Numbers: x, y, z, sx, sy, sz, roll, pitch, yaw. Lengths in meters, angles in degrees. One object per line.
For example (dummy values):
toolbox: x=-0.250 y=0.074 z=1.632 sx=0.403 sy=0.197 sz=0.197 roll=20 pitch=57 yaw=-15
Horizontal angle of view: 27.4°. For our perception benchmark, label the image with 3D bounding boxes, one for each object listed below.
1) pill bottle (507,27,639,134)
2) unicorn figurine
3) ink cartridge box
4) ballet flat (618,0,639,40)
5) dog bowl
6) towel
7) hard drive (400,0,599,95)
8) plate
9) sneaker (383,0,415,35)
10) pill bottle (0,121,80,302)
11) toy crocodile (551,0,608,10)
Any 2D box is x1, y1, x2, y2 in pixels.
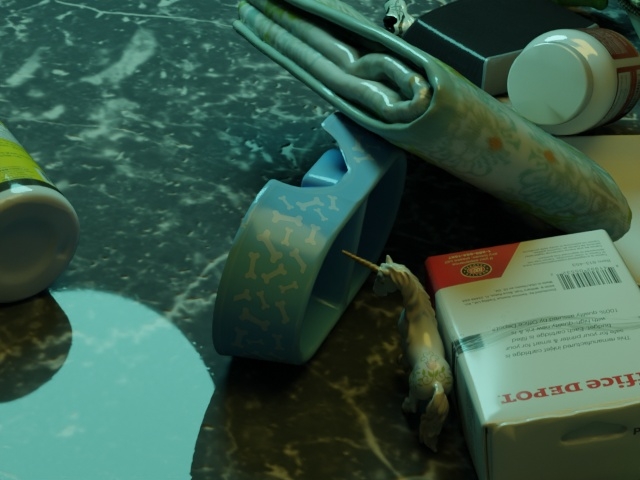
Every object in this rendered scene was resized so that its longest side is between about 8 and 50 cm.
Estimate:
pill bottle: x=0.294 y=-0.186 z=1.525 sx=0.121 sy=0.121 sz=0.216 roll=27 pitch=19 yaw=21
unicorn figurine: x=0.081 y=0.088 z=1.115 sx=0.060 sy=0.111 sz=0.162 roll=-22 pitch=58 yaw=-12
ink cartridge box: x=0.195 y=0.103 z=1.110 sx=0.172 sy=0.100 sz=0.237 roll=-9 pitch=33 yaw=-3
ballet flat: x=0.503 y=-0.294 z=1.742 sx=0.164 sy=0.182 sz=0.483 roll=-18 pitch=37 yaw=-9
dog bowl: x=0.000 y=0.000 z=1.184 sx=0.074 sy=0.166 sz=0.297 roll=19 pitch=35 yaw=13
towel: x=0.110 y=-0.144 z=1.345 sx=0.320 sy=0.090 sz=0.374 roll=21 pitch=14 yaw=-40
hard drive: x=0.244 y=-0.269 z=1.736 sx=0.254 sy=0.054 sz=0.172 roll=-22 pitch=46 yaw=-38
plate: x=0.389 y=-0.027 z=1.441 sx=0.278 sy=0.045 sz=0.277 roll=-3 pitch=36 yaw=-20
sneaker: x=0.098 y=-0.301 z=1.761 sx=0.037 sy=0.032 sz=0.083 roll=-4 pitch=37 yaw=-21
pill bottle: x=-0.317 y=-0.047 z=1.204 sx=0.119 sy=0.119 sz=0.208 roll=-15 pitch=42 yaw=-33
toy crocodile: x=0.251 y=-0.398 z=1.883 sx=0.340 sy=0.105 sz=0.115 roll=23 pitch=-4 yaw=10
